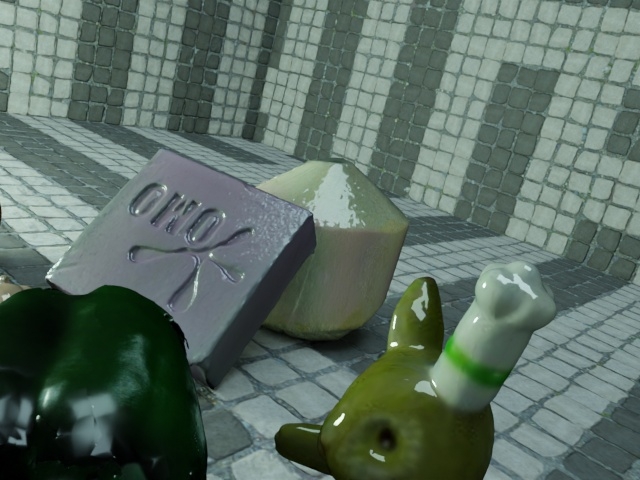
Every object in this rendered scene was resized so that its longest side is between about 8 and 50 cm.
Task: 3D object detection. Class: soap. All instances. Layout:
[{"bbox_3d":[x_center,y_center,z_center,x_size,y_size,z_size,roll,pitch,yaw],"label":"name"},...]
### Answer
[{"bbox_3d":[-0.199,0.031,0.873,0.297,0.285,0.107,22,-28,19],"label":"soap"}]

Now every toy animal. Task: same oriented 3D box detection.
[{"bbox_3d":[-0.425,0.090,0.805,0.091,0.081,0.114,4,18,-37],"label":"toy animal"},{"bbox_3d":[0.056,0.178,0.462,0.181,0.362,0.181,-8,19,-21],"label":"toy animal"}]

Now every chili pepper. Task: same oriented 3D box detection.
[{"bbox_3d":[-0.203,0.160,0.466,0.249,0.233,0.256,18,21,-22],"label":"chili pepper"}]

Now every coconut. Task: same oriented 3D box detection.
[{"bbox_3d":[0.000,0.000,1.073,0.298,0.309,0.297,14,15,-4],"label":"coconut"}]
